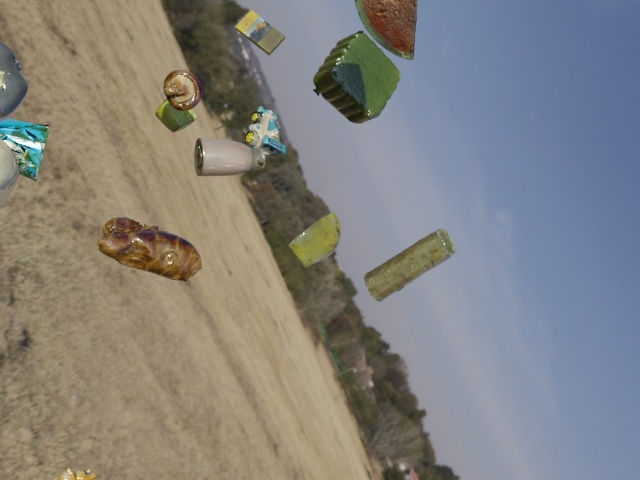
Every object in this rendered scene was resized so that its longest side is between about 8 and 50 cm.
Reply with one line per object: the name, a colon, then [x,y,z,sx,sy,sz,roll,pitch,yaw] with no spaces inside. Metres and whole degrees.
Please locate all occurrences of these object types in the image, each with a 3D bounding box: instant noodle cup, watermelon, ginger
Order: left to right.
instant noodle cup: [-1.150,-0.356,2.036,0.240,0.178,0.240,-32,-129,51]
ginger: [-0.673,0.025,2.132,0.418,0.176,0.254,18,19,-29]
watermelon: [0.195,-0.586,1.451,0.207,0.136,0.202,63,3,2]

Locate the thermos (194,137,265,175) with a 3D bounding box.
thermos: [-0.257,-0.237,1.522,0.137,0.193,0.105,29,-61,60]

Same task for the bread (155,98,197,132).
bread: [-0.519,-0.452,1.912,0.111,0.129,0.114,-23,-74,49]

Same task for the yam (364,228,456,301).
yam: [0.244,0.065,1.457,0.093,0.259,0.093,48,19,-23]

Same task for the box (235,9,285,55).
box: [-0.207,-0.713,1.837,0.155,0.087,0.023,39,-6,5]

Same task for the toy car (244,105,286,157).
toy car: [-0.163,-0.356,1.747,0.126,0.098,0.161,25,71,-47]

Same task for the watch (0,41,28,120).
watch: [-0.629,-0.239,0.866,0.231,0.244,0.196,-8,-65,50]

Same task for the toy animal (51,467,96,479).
toy animal: [-0.533,0.528,1.157,0.060,0.083,0.081,14,-84,42]

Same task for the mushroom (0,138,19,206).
mushroom: [-1.014,-0.202,1.523,0.315,0.315,0.356,-119,-150,-60]

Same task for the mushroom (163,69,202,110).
mushroom: [-0.433,-0.473,1.688,0.087,0.127,0.127,-126,-169,-73]

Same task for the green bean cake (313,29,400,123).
green bean cake: [0.130,-0.572,1.902,0.250,0.247,0.156,38,-18,-26]

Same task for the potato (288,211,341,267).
potato: [0.000,0.000,1.328,0.081,0.149,0.120,48,0,5]
